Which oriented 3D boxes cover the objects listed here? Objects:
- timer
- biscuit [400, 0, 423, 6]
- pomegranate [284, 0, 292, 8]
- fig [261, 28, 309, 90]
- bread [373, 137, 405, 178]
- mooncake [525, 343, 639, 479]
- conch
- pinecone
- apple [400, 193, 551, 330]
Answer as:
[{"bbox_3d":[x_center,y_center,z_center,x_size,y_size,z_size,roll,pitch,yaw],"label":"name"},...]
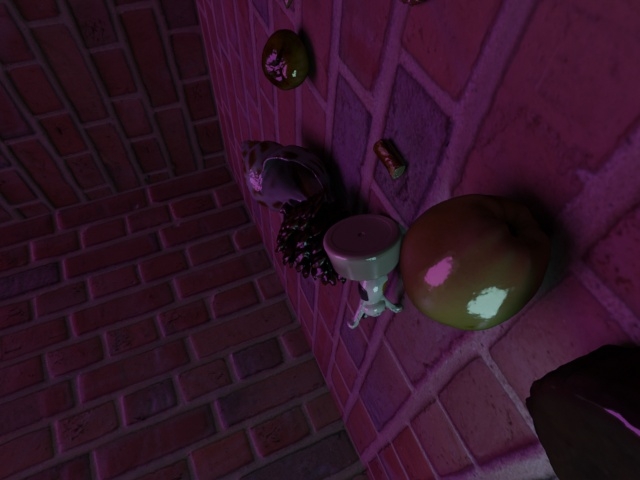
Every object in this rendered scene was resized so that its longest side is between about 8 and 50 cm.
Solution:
[{"bbox_3d":[0.117,0.091,1.031,0.175,0.176,0.265,-130,21,-53],"label":"timer"},{"bbox_3d":[0.118,-0.441,0.588,0.220,0.033,0.219,158,90,-81],"label":"biscuit"},{"bbox_3d":[-0.073,-0.593,0.890,0.220,0.157,0.156,-127,21,-73],"label":"pomegranate"},{"bbox_3d":[-0.093,-0.479,1.139,0.136,0.121,0.152,13,107,28],"label":"fig"},{"bbox_3d":[0.140,-0.167,0.872,0.047,0.036,0.083,84,161,-65],"label":"bread"},{"bbox_3d":[0.349,0.227,0.462,0.228,0.125,0.228,55,159,32],"label":"mooncake"},{"bbox_3d":[-0.114,-0.204,1.312,0.369,0.197,0.249,23,144,6],"label":"conch"},{"bbox_3d":[0.000,0.000,1.139,0.272,0.224,0.224,46,168,-10],"label":"pinecone"},{"bbox_3d":[0.208,0.029,0.594,0.200,0.200,0.199,161,90,-75],"label":"apple"}]
